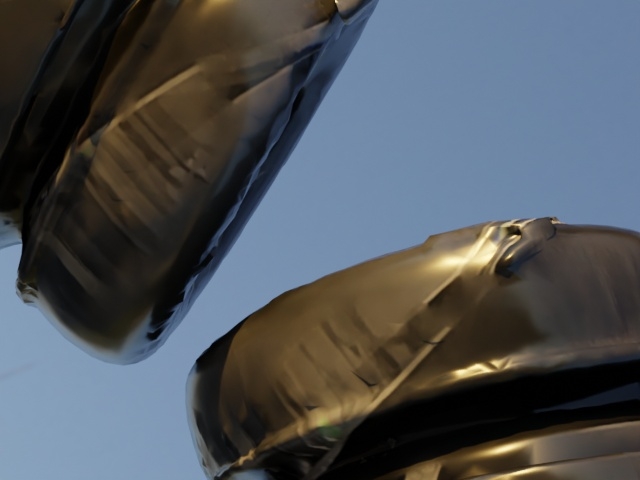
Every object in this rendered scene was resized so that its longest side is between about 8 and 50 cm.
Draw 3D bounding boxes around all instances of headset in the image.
[{"bbox_3d":[0.000,0.000,0.415,0.243,0.394,0.185,50,-22,7],"label":"headset"}]
